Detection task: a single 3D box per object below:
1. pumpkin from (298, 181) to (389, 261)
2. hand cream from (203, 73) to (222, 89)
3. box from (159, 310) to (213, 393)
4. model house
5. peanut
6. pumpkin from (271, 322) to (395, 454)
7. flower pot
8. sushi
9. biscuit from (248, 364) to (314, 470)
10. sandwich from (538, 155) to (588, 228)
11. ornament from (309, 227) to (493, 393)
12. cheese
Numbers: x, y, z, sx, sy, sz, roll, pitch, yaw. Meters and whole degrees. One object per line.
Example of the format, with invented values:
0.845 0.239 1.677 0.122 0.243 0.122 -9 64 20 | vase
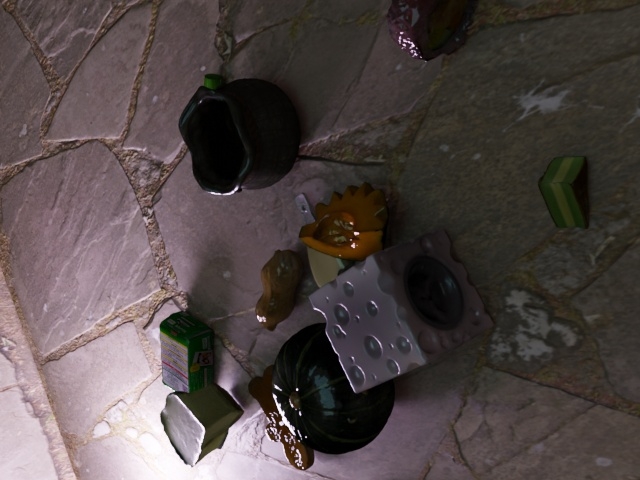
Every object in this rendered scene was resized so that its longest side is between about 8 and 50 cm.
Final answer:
0.092 -0.039 1.775 0.254 0.149 0.130 -9 57 41 | pumpkin
-0.302 -0.322 2.109 0.079 0.050 0.275 -119 31 -53 | hand cream
-0.422 0.366 2.409 0.180 0.103 0.250 23 121 40 | box
-0.355 0.545 2.333 0.195 0.189 0.214 40 129 29 | model house
-0.110 0.132 2.018 0.117 0.101 0.263 -120 35 -50 | peanut
0.026 0.354 1.843 0.323 0.241 0.323 26 126 41 | pumpkin
-0.205 -0.256 1.901 0.302 0.213 0.302 16 114 41 | flower pot
0.214 -0.461 1.443 0.107 0.161 0.241 40 129 31 | sushi
-0.100 0.505 2.165 0.197 0.049 0.301 -40 74 49 | biscuit
0.466 -0.088 1.423 0.074 0.074 0.116 6 139 44 | sandwich
0.169 0.149 1.632 0.240 0.239 0.240 -36 77 46 | ornament
0.000 0.000 1.894 0.127 0.050 0.255 -30 81 47 | cheese
